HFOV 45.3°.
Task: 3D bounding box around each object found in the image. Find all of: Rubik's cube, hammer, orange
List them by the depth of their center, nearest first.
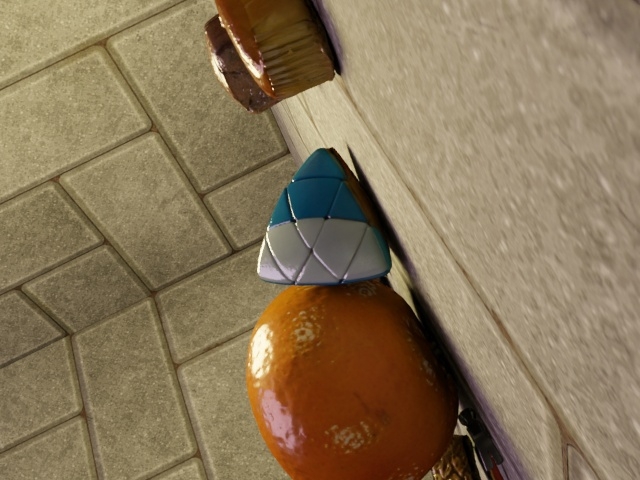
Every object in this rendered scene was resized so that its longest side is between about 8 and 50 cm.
[{"bbox_3d":[0.313,0.427,1.323,0.287,0.033,0.111,64,180,-22],"label":"hammer"},{"bbox_3d":[0.000,0.000,1.340,0.254,0.254,0.254,64,179,2],"label":"Rubik's cube"},{"bbox_3d":[0.064,0.257,1.377,0.424,0.326,0.424,54,-159,-32],"label":"orange"}]

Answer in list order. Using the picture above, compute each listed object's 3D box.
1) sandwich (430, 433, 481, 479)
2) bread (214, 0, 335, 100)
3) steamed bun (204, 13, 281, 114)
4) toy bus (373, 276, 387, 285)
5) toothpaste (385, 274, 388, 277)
[{"bbox_3d":[0.304,0.556,1.602,0.249,0.095,0.273,56,-160,-61],"label":"sandwich"},{"bbox_3d":[-0.063,-0.271,0.960,0.132,0.114,0.190,57,-168,-80],"label":"bread"},{"bbox_3d":[-0.106,-0.299,1.243,0.175,0.145,0.106,59,180,-27],"label":"steamed bun"},{"bbox_3d":[0.088,0.142,1.857,0.275,0.167,0.138,58,-177,-43],"label":"toy bus"},{"bbox_3d":[0.071,-0.025,1.539,0.114,0.073,0.299,63,-173,33],"label":"toothpaste"}]
